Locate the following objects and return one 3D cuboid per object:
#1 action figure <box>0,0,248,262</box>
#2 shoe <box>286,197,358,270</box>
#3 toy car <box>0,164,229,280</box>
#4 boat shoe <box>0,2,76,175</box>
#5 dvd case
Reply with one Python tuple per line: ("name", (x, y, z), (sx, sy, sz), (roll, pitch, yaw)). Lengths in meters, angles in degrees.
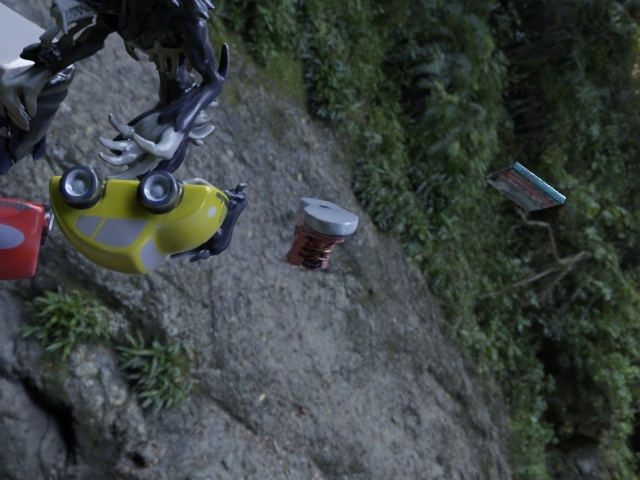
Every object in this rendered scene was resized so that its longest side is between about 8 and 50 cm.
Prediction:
("action figure", (-0.140, -0.104, 0.493), (0.164, 0.141, 0.275), (29, -38, 35))
("shoe", (0.000, 0.000, 0.793), (0.178, 0.064, 0.081), (-130, -131, -77))
("toy car", (-0.200, -0.016, 0.362), (0.225, 0.239, 0.053), (20, 70, -54))
("boat shoe", (-0.426, -0.214, 0.719), (0.340, 0.158, 0.127), (40, 39, 9))
("dvd case", (0.294, -0.076, 0.965), (0.087, 0.013, 0.119), (36, -6, -1))
